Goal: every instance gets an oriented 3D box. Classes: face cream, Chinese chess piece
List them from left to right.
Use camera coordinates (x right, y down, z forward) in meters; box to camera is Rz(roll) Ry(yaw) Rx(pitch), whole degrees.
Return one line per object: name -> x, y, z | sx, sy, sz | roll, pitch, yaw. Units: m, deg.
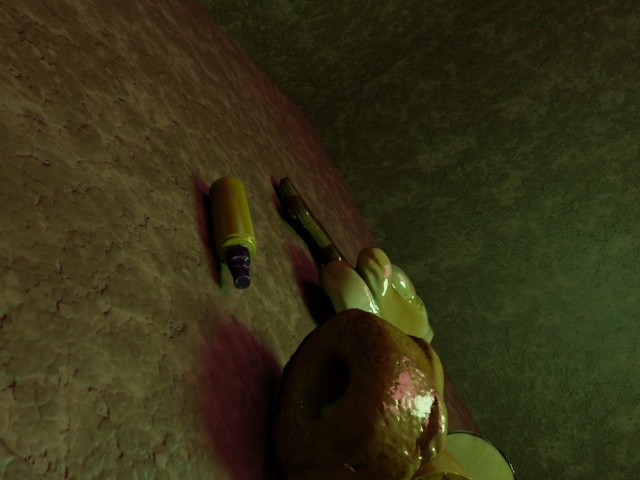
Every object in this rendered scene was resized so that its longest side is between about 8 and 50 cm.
face cream -> -0.169, -0.016, 1.008 | 0.078, 0.078, 0.273 | 48, 16, -43
Chinese chess piece -> 0.332, 0.581, 1.213 | 0.104, 0.257, 0.257 | 93, -24, -60

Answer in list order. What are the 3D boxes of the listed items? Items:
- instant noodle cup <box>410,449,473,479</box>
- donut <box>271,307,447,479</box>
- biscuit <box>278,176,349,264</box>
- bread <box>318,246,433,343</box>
instant noodle cup -> 0.223, 0.526, 1.051 | 0.216, 0.215, 0.172 | 58, 3, -6
donut -> 0.051, 0.256, 0.805 | 0.150, 0.299, 0.317 | 42, -15, -23
biscuit -> -0.001, 0.001, 1.696 | 0.432, 0.064, 0.283 | 53, 4, -34
bread -> 0.166, 0.213, 1.434 | 0.424, 0.245, 0.329 | 56, 12, -35
